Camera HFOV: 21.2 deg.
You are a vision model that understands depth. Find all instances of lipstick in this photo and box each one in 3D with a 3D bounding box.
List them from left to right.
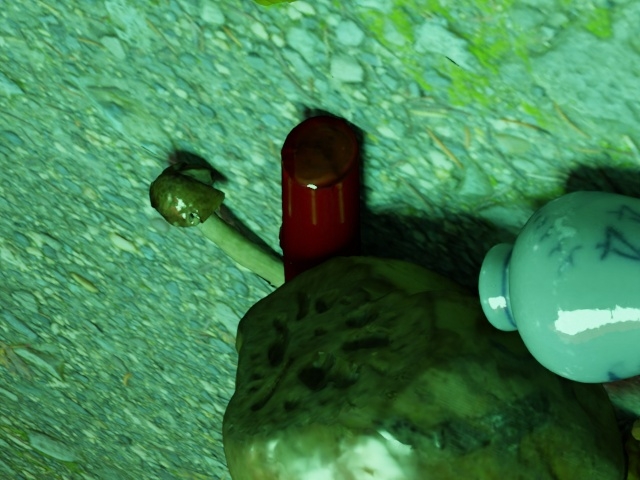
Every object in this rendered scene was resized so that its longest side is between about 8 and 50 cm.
[{"bbox_3d":[0.001,-0.001,1.449,0.073,0.073,0.280,24,152,15],"label":"lipstick"}]

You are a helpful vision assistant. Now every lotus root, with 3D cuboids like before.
[{"bbox_3d":[0.073,0.133,1.357,0.316,0.316,0.250,0,146,45],"label":"lotus root"}]

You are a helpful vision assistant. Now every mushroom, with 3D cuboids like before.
[{"bbox_3d":[-0.081,-0.011,1.547,0.187,0.061,0.060,39,168,-38],"label":"mushroom"}]

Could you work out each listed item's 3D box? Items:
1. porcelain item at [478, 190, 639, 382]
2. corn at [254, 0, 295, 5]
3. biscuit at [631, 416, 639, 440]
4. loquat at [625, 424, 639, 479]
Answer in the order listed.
[{"bbox_3d":[0.237,0.032,1.204,0.259,0.141,0.141,-2,138,36],"label":"porcelain item"},{"bbox_3d":[0.029,-0.226,1.003,0.120,0.120,0.363,39,153,-13],"label":"corn"},{"bbox_3d":[0.379,0.189,1.411,0.250,0.035,0.162,16,145,19],"label":"biscuit"},{"bbox_3d":[0.265,0.226,1.501,0.137,0.113,0.137,33,150,22],"label":"loquat"}]
